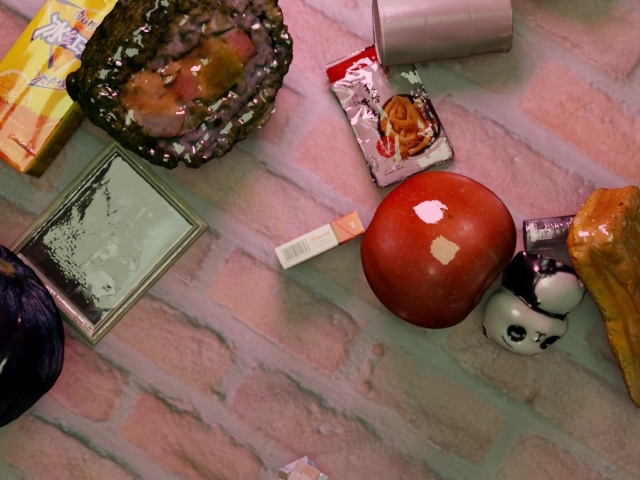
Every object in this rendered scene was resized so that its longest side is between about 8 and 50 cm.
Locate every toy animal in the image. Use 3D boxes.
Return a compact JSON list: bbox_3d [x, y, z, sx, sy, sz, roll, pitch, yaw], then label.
[{"bbox_3d":[0.362,0.110,1.913,0.166,0.138,0.179,23,98,-23],"label":"toy animal"}]

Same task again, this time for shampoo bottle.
[{"bbox_3d":[0.451,-0.017,1.950,0.207,0.063,0.057,-6,99,1],"label":"shampoo bottle"}]

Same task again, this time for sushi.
[{"bbox_3d":[-0.212,-0.287,1.867,0.294,0.178,0.352,40,88,-30],"label":"sushi"}]

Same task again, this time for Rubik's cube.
[{"bbox_3d":[-0.027,0.411,1.956,0.084,0.075,0.073,-16,44,2],"label":"Rubik's cube"}]

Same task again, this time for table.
[{"bbox_3d":[0.201,-0.366,1.919,0.220,0.126,0.126,-7,89,-2],"label":"table"}]

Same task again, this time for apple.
[{"bbox_3d":[0.193,0.007,1.862,0.216,0.260,0.260,40,91,14],"label":"apple"}]

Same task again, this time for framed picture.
[{"bbox_3d":[-0.377,0.001,1.991,0.232,0.019,0.296,43,91,1],"label":"framed picture"}]

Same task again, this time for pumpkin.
[{"bbox_3d":[-0.584,0.136,1.826,0.266,0.363,0.363,-42,89,7],"label":"pumpkin"}]

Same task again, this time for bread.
[{"bbox_3d":[0.517,0.099,1.876,0.109,0.185,0.380,-11,114,36],"label":"bread"}]

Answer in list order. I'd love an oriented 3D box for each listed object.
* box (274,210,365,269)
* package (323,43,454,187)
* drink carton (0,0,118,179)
[{"bbox_3d":[0.000,0.000,1.942,0.152,0.100,0.048,-27,91,1],"label":"box"},{"bbox_3d":[0.117,-0.222,1.972,0.154,0.030,0.239,-24,84,-9],"label":"package"},{"bbox_3d":[-0.445,-0.289,1.952,0.154,0.111,0.351,37,89,0],"label":"drink carton"}]
